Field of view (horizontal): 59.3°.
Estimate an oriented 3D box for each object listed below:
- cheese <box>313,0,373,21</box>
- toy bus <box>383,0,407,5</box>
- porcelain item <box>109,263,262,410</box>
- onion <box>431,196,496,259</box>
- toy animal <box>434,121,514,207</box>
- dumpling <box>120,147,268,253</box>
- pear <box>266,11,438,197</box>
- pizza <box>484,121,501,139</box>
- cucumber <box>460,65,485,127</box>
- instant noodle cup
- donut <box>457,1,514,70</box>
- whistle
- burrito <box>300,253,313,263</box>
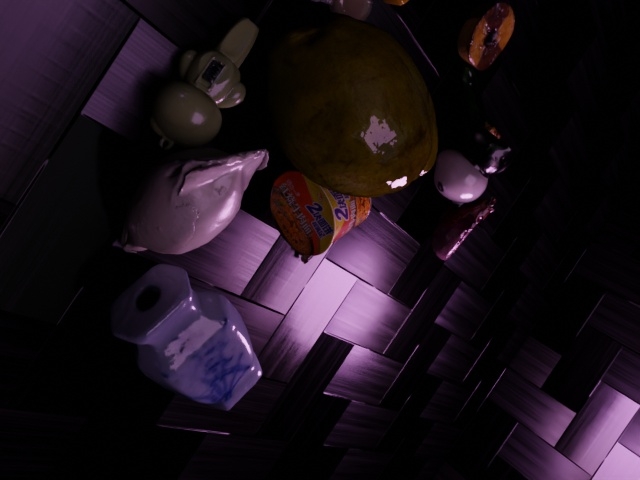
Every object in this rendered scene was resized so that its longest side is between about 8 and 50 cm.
[{"bbox_3d":[0.043,-0.524,1.209,0.171,0.047,0.092,16,103,-48],"label":"cheese"},{"bbox_3d":[0.109,-0.630,1.136,0.123,0.121,0.335,-47,138,-17],"label":"toy bus"},{"bbox_3d":[-0.291,0.235,1.294,0.242,0.178,0.405,-44,141,-14],"label":"porcelain item"},{"bbox_3d":[0.462,-0.072,1.828,0.227,0.120,0.283,-43,170,-40],"label":"onion"},{"bbox_3d":[0.452,-0.226,1.715,0.187,0.165,0.235,29,109,-33],"label":"toy animal"},{"bbox_3d":[-0.240,-0.081,1.107,0.260,0.181,0.341,-28,151,-49],"label":"dumpling"},{"bbox_3d":[0.061,-0.266,1.174,0.352,0.352,0.413,-46,106,-12],"label":"pear"},{"bbox_3d":[0.537,-0.314,1.836,0.175,0.046,0.134,-26,132,-30],"label":"pizza"},{"bbox_3d":[0.461,-0.416,1.687,0.056,0.056,0.284,-47,143,-10],"label":"cucumber"},{"bbox_3d":[0.009,-0.089,1.365,0.174,0.213,0.213,-27,133,-42],"label":"instant noodle cup"},{"bbox_3d":[0.453,-0.571,1.560,0.166,0.073,0.184,14,106,-49],"label":"donut"},{"bbox_3d":[-0.218,-0.290,1.076,0.294,0.141,0.141,-59,143,-23],"label":"whistle"},{"bbox_3d":[0.000,0.000,1.524,0.149,0.041,0.055,-44,152,-13],"label":"burrito"}]
